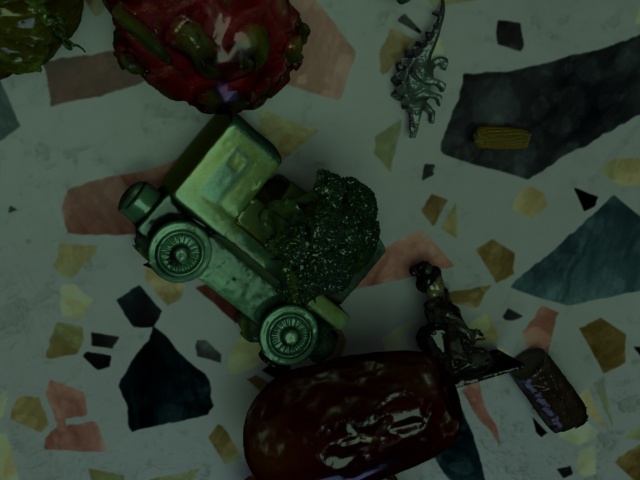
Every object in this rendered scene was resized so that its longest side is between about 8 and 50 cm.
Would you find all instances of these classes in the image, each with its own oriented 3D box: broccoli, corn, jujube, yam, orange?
[{"bbox_3d":[0.000,0.000,1.348,0.156,0.195,0.196,17,108,27],"label":"broccoli"},{"bbox_3d":[0.278,-0.157,1.534,0.092,0.037,0.037,2,107,-9],"label":"corn"},{"bbox_3d":[0.042,0.268,1.454,0.317,0.223,0.223,-20,111,18],"label":"jujube"},{"bbox_3d":[0.380,0.252,1.661,0.079,0.079,0.141,-36,109,2],"label":"yam"},{"bbox_3d":[-0.442,-0.337,1.246,0.301,0.223,0.300,-23,126,18],"label":"orange"}]

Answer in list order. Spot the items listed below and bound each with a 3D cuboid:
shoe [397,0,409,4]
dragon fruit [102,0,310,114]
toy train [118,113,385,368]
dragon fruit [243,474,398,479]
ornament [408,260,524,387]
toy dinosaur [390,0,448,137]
[{"bbox_3d":[0.101,-0.456,1.376,0.100,0.103,0.251,-23,115,-2],"label":"shoe"},{"bbox_3d":[-0.160,-0.302,1.313,0.302,0.237,0.231,35,77,-8],"label":"dragon fruit"},{"bbox_3d":[-0.091,0.007,1.462,0.397,0.160,0.253,40,88,-20],"label":"toy train"},{"bbox_3d":[0.016,0.476,1.607,0.307,0.243,0.228,44,124,17],"label":"dragon fruit"},{"bbox_3d":[0.207,0.120,1.567,0.153,0.166,0.196,-17,95,-6],"label":"ornament"},{"bbox_3d":[0.152,-0.254,1.479,0.082,0.039,0.209,11,104,-12],"label":"toy dinosaur"}]
